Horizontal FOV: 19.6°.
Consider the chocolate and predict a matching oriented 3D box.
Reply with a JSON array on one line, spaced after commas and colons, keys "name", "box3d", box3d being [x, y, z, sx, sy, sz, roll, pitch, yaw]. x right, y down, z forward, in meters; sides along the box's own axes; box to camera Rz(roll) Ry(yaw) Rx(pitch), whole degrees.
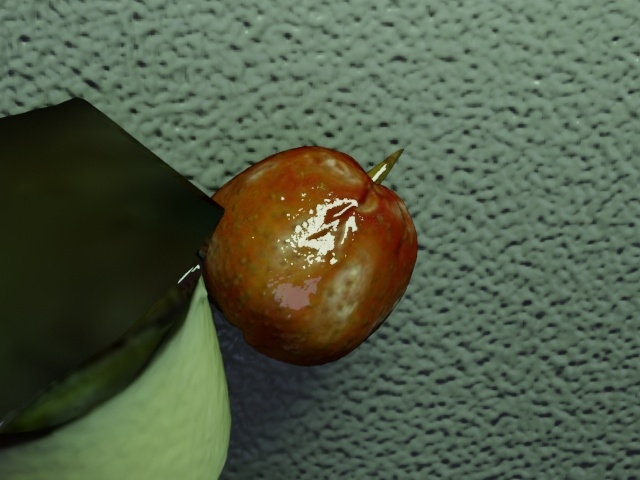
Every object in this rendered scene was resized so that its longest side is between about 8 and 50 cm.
[{"name": "chocolate", "box3d": [-0.209, 0.107, 1.444, 0.326, 0.314, 0.297, -41, 135, -14]}]

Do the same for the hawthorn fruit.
[{"name": "hawthorn fruit", "box3d": [0.000, 0.000, 1.489, 0.200, 0.179, 0.179, -43, 115, 1]}]
